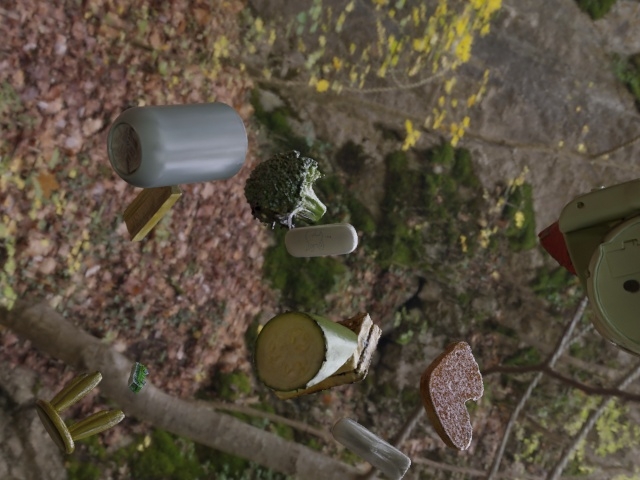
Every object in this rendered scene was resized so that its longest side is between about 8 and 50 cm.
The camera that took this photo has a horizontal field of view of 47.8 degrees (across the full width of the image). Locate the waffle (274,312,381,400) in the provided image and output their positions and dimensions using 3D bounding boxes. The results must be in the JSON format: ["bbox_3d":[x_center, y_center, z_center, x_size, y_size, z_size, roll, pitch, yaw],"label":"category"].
[{"bbox_3d":[0.005,0.331,2.043,0.308,0.091,0.213,-23,-157,32],"label":"waffle"}]

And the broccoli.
[{"bbox_3d":[-0.091,-0.114,2.043,0.263,0.243,0.247,-24,-128,32],"label":"broccoli"}]

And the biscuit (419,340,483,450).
[{"bbox_3d":[0.406,0.467,2.179,0.052,0.262,0.277,-19,-165,46],"label":"biscuit"}]

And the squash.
[{"bbox_3d":[-0.014,0.258,1.588,0.260,0.189,0.189,38,70,-60],"label":"squash"}]

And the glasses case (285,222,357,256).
[{"bbox_3d":[0.000,0.000,2.138,0.059,0.233,0.092,-26,110,-58],"label":"glasses case"}]

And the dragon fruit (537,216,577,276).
[{"bbox_3d":[0.713,0.031,1.729,0.205,0.317,0.152,-95,-156,-48],"label":"dragon fruit"}]

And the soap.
[{"bbox_3d":[-0.464,-0.097,1.972,0.252,0.037,0.092,-40,-115,39],"label":"soap"}]

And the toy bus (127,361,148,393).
[{"bbox_3d":[-0.445,0.335,1.757,0.031,0.037,0.083,-44,-159,15],"label":"toy bus"}]

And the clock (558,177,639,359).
[{"bbox_3d":[0.531,0.057,1.100,0.108,0.265,0.324,-3,77,-64],"label":"clock"}]

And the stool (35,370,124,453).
[{"bbox_3d":[-0.434,0.306,1.295,0.110,0.134,0.135,-31,141,-33],"label":"stool"}]

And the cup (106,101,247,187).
[{"bbox_3d":[-0.360,-0.241,1.805,0.312,0.205,0.205,-13,135,-49],"label":"cup"}]

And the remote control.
[{"bbox_3d":[0.135,0.556,1.935,0.073,0.229,0.044,-56,178,-7],"label":"remote control"}]
